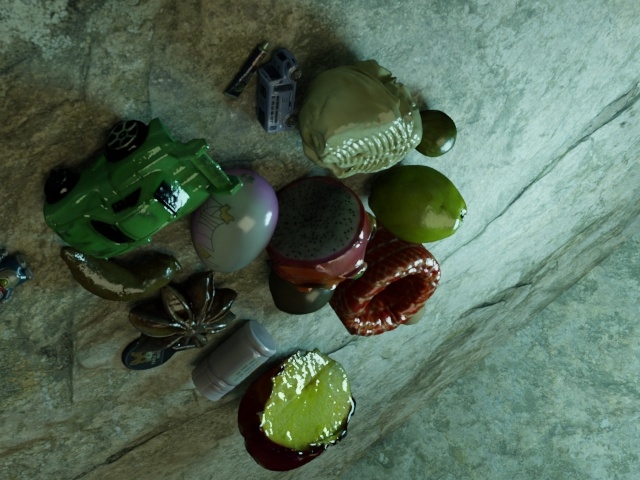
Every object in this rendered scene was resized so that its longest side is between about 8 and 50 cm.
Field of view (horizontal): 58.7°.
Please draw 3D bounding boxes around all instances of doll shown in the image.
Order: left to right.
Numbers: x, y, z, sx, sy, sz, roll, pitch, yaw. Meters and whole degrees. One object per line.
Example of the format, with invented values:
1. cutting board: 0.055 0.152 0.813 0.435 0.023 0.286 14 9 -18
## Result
1. doll: -0.672 0.086 1.163 0.151 0.085 0.114 -28 121 -25

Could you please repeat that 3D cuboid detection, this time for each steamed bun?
1. steamed bun: 0.071 -0.275 1.240 0.288 0.204 0.276 -8 161 -31

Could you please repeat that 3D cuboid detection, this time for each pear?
1. pear: 0.263 -0.099 1.552 0.212 0.269 0.213 20 90 -77

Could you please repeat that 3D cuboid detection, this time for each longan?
1. longan: -0.051 0.112 1.587 0.212 0.198 0.198 -23 150 27

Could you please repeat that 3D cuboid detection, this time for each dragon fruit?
1. dragon fruit: 0.000 0.000 1.426 0.290 0.291 0.189 -33 144 -3

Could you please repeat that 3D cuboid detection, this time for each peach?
1. peach: -0.083 0.578 1.979 0.416 0.339 0.353 -35 -179 0

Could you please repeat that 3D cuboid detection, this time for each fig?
1. fig: 0.231 -0.276 1.465 0.236 0.124 0.124 0 136 -6

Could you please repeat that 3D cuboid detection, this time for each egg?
1. egg: -0.203 -0.040 1.296 0.196 0.197 0.271 5 140 -41

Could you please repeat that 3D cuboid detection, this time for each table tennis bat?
1. table tennis bat: -0.451 0.314 1.641 0.236 0.027 0.150 -6 135 -30

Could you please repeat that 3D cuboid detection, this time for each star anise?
1. star anise: -0.358 0.209 1.526 0.315 0.108 0.315 -23 145 -17

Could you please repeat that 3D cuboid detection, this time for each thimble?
1. thimble: 0.174 0.116 1.734 0.349 0.231 0.350 -20 139 -18

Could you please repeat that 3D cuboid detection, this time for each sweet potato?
1. sweet potato: -0.456 0.082 1.314 0.309 0.098 0.124 10 104 -42

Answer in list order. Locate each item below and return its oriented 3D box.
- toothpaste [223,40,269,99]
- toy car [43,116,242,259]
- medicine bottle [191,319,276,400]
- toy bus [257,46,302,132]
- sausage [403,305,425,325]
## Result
1. toothpaste: -0.144 -0.341 1.144 0.140 0.021 0.037 -49 152 22
2. toy car: -0.357 -0.092 1.128 0.358 0.176 0.213 -35 143 1
3. medicine bottle: -0.266 0.369 1.754 0.249 0.133 0.133 -41 143 7
4. toy bus: -0.089 -0.308 1.176 0.076 0.073 0.168 -17 142 -23
5. sausage: 0.295 0.194 2.005 0.123 0.123 0.253 -32 143 -3
